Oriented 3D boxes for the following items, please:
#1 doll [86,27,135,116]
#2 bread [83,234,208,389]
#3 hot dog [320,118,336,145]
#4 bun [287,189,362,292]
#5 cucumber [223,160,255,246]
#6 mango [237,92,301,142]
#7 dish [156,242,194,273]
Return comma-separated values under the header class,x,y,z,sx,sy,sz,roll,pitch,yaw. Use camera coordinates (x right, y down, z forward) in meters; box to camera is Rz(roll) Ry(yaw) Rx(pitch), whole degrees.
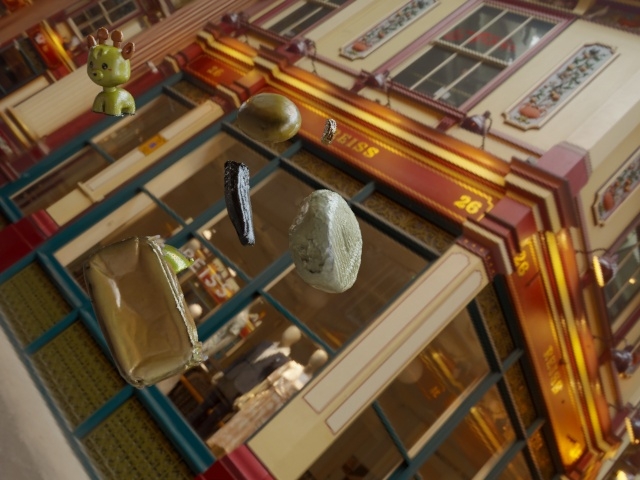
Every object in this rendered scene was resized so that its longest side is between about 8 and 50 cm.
class,x,y,z,sx,sy,sz,roll,pitch,yaw
doll,-0.545,-0.437,1.452,0.142,0.135,0.221,13,-66,17
bread,-0.296,0.119,0.938,0.107,0.136,0.241,134,-67,-80
hot dog,0.028,-0.319,1.615,0.030,0.090,0.034,24,-22,-25
bun,0.000,0.000,1.158,0.134,0.220,0.220,-6,-48,23
cucumber,-0.106,-0.050,0.708,0.033,0.034,0.135,62,17,-52
mango,-0.113,-0.267,1.241,0.195,0.137,0.098,-119,-161,-56
dish,-0.425,0.064,1.336,0.108,0.221,0.262,62,2,-4
